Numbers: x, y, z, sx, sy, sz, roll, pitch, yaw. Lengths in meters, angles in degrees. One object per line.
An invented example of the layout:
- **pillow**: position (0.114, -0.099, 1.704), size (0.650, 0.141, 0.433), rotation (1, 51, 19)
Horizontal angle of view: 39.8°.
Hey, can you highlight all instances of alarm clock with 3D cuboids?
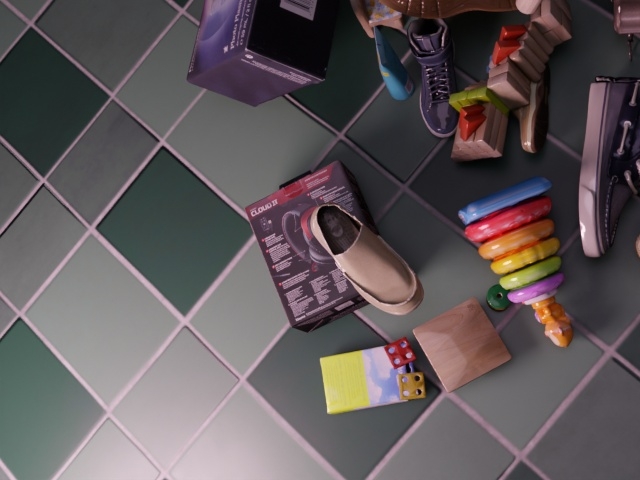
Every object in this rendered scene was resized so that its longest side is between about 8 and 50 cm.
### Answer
- **alarm clock**: position (0.571, -0.428, 1.634), size (0.064, 0.129, 0.192), rotation (-2, 104, 19)

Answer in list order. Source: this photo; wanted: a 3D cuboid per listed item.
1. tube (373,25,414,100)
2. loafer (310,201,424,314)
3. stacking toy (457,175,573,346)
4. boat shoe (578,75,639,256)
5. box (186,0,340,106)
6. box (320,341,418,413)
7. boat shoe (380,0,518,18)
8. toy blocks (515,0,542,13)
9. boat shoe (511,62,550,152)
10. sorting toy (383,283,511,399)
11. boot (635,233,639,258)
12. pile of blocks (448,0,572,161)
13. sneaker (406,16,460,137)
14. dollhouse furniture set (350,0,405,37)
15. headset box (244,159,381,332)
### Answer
- **tube**: position (0.136, -0.333, 1.702), size (0.052, 0.207, 0.080), rotation (-18, 71, 13)
- **loafer**: position (0.072, 0.030, 1.585), size (0.268, 0.092, 0.102), rotation (42, 90, 20)
- **stacking toy**: position (0.377, 0.052, 1.584), size (0.165, 0.175, 0.302), rotation (-22, 86, 3)
- **boat shoe**: position (0.552, -0.135, 1.563), size (0.158, 0.127, 0.341), rotation (2, 78, 26)
- **box**: position (-0.110, -0.449, 1.750), size (0.294, 0.182, 0.297), rotation (-6, 70, 60)
- **box**: position (0.095, 0.260, 1.669), size (0.178, 0.042, 0.109), rotation (-13, 75, 15)
- **boat shoe**: position (0.247, -0.484, 1.633), size (0.302, 0.109, 0.098), rotation (-1, 49, 1)
- **toy blocks**: position (0.297, -0.594, 1.465), size (0.288, 0.260, 0.309), rotation (16, 75, 2)
- **boat shoe**: position (0.394, -0.252, 1.683), size (0.072, 0.068, 0.190), rotation (-2, 65, 31)
- **sorting toy**: position (0.250, 0.199, 1.620), size (0.274, 0.046, 0.132), rotation (-28, 70, -4)
- **boot**: position (0.656, -0.044, 1.469), size (0.261, 0.203, 0.095), rotation (-21, 73, 14)
- **pile of blocks**: position (0.332, -0.322, 1.655), size (0.149, 0.112, 0.362), rotation (29, 87, 51)
- **sneaker**: position (0.219, -0.324, 1.699), size (0.086, 0.163, 0.226), rotation (-7, 77, 15)
- **dollhouse furniture set**: position (0.199, -0.668, 1.732), size (0.361, 0.256, 0.395), rotation (-15, 73, 14)
- **headset box**: position (0.000, 0.000, 1.722), size (0.218, 0.110, 0.293), rotation (-27, 72, 10)
